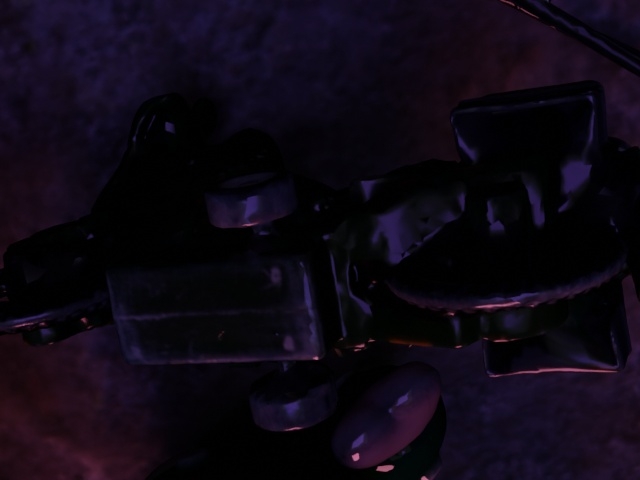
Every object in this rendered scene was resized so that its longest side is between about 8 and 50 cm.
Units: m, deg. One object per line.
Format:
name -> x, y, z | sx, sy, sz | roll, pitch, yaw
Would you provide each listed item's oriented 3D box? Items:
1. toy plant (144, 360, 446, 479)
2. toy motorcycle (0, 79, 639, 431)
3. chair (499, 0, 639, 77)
toy plant -> -0.044, 0.153, 0.470 | 0.112, 0.232, 0.243 | 44, 133, 12
toy motorcycle -> 0.000, 0.000, 0.431 | 0.275, 0.187, 0.124 | -3, 106, 23
chair -> 0.076, -0.156, 0.415 | 0.221, 0.145, 0.140 | 23, 106, -5
